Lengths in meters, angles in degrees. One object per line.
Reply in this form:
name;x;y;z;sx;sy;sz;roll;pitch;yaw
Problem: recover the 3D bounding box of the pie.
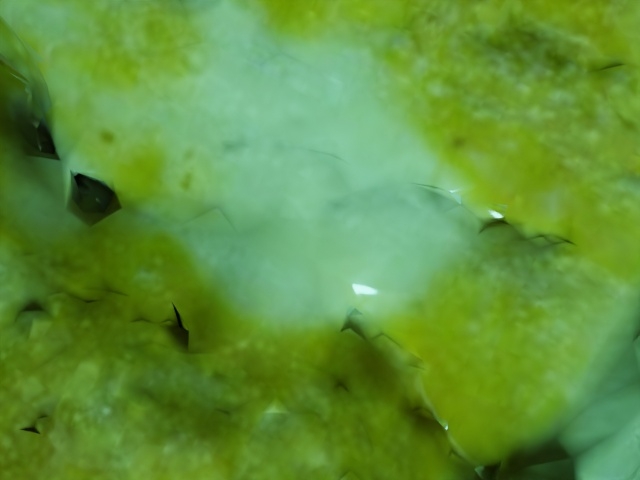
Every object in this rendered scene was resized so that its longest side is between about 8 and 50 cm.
pie;-0.054;-0.058;0.366;0.339;0.077;0.339;-1;83;4
